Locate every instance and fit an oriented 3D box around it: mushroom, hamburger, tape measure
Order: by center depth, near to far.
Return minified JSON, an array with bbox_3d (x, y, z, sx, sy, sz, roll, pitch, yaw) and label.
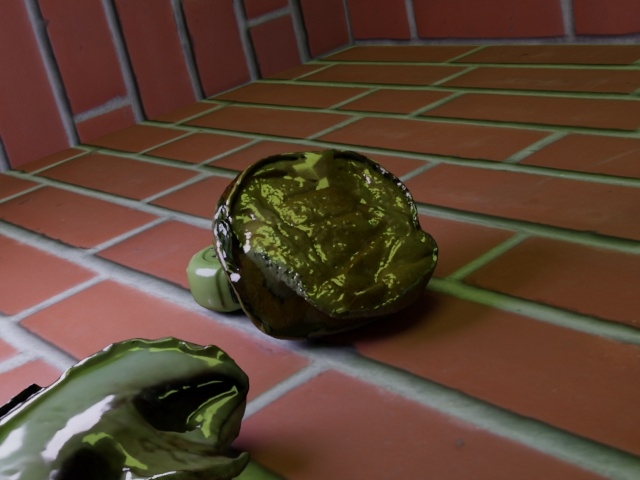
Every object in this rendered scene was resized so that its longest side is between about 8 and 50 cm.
[{"bbox_3d":[-0.195,0.220,0.883,0.248,0.130,0.344,9,26,10],"label":"mushroom"},{"bbox_3d":[-0.002,0.001,1.217,0.266,0.134,0.284,-10,58,-23],"label":"hamburger"},{"bbox_3d":[-0.112,0.041,1.334,0.177,0.087,0.154,7,28,46],"label":"tape measure"}]
